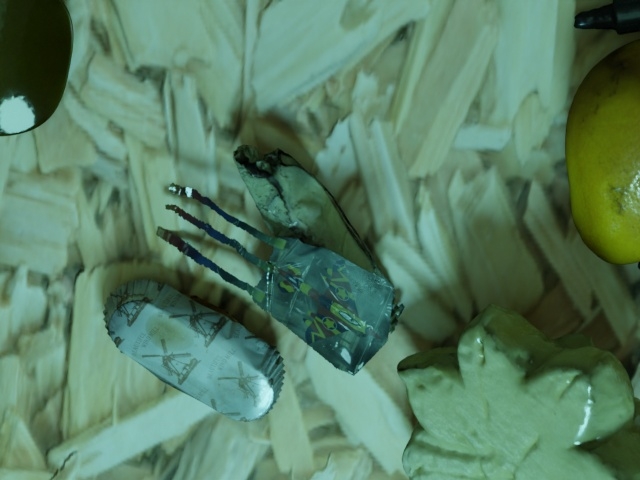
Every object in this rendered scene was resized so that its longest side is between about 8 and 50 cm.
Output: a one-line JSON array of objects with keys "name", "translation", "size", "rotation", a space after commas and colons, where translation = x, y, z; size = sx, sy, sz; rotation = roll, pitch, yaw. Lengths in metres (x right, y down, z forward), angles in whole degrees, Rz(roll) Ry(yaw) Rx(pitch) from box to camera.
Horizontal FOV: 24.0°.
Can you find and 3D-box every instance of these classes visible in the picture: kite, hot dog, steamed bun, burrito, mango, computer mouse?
[{"name": "kite", "translation": [-0.043, 0.030, 1.391], "size": [0.245, 0.015, 0.141], "rotation": [30, 133, 8]}, {"name": "hot dog", "translation": [-0.122, 0.104, 1.446], "size": [0.192, 0.053, 0.099], "rotation": [29, 109, -2]}, {"name": "steamed bun", "translation": [0.207, 0.188, 1.382], "size": [0.295, 0.137, 0.292], "rotation": [41, 134, 29]}, {"name": "burrito", "translation": [-0.002, 0.001, 1.396], "size": [0.063, 0.058, 0.229], "rotation": [-31, 102, 21]}, {"name": "mango", "translation": [0.283, -0.072, 1.316], "size": [0.145, 0.112, 0.219], "rotation": [11, 124, 7]}, {"name": "computer mouse", "translation": [-0.378, -0.191, 1.355], "size": [0.310, 0.072, 0.158], "rotation": [15, 109, 1]}]

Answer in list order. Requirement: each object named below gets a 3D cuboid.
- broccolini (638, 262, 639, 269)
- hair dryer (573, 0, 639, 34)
[{"name": "broccolini", "translation": [0.324, 0.076, 1.401], "size": [0.030, 0.035, 0.140], "rotation": [-14, 109, 14]}, {"name": "hair dryer", "translation": [0.341, -0.221, 1.281], "size": [0.256, 0.070, 0.128], "rotation": [-6, 109, 12]}]
